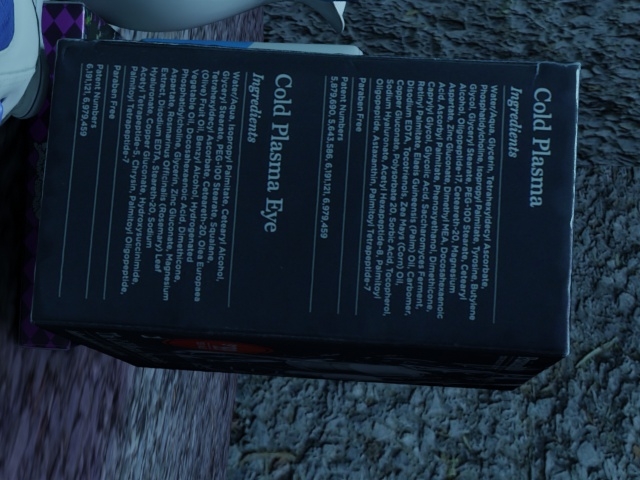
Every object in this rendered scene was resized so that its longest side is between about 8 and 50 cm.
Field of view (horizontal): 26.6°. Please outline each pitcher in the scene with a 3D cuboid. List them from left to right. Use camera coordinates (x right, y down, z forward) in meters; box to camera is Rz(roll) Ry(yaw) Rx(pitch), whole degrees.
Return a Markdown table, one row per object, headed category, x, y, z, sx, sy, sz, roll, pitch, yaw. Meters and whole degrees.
| category | x | y | z | sx | sy | sz | roll | pitch | yaw |
| --- | --- | --- | --- | --- | --- | --- | --- | --- | --- |
| pitcher | -0.083 | -0.238 | 0.979 | 0.125 | 0.207 | 0.178 | -85 | 177 | -65 |

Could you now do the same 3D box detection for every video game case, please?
| category | x | y | z | sx | sy | sz | roll | pitch | yaw |
| --- | --- | --- | --- | --- | --- | --- | --- | --- | --- |
| video game case | -0.173 | -0.042 | 0.990 | 0.210 | 0.042 | 0.232 | -11 | 103 | -89 |

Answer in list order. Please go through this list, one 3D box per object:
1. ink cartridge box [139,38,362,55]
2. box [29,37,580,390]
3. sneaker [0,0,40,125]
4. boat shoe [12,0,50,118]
| category | x | y | z | sx | sy | sz | roll | pitch | yaw |
| --- | --- | --- | --- | --- | --- | --- | --- | --- | --- |
| ink cartridge box | -0.077 | -0.046 | 1.268 | 0.129 | 0.223 | 0.307 | 92 | 1 | -45 |
| box | 0.000 | 0.000 | 0.936 | 0.343 | 0.312 | 0.179 | 71 | 22 | -80 |
| sneaker | -0.143 | -0.044 | 0.400 | 0.182 | 0.127 | 0.315 | 83 | 7 | -69 |
| boat shoe | -0.182 | -0.119 | 0.795 | 0.035 | 0.035 | 0.100 | -26 | 127 | -57 |
